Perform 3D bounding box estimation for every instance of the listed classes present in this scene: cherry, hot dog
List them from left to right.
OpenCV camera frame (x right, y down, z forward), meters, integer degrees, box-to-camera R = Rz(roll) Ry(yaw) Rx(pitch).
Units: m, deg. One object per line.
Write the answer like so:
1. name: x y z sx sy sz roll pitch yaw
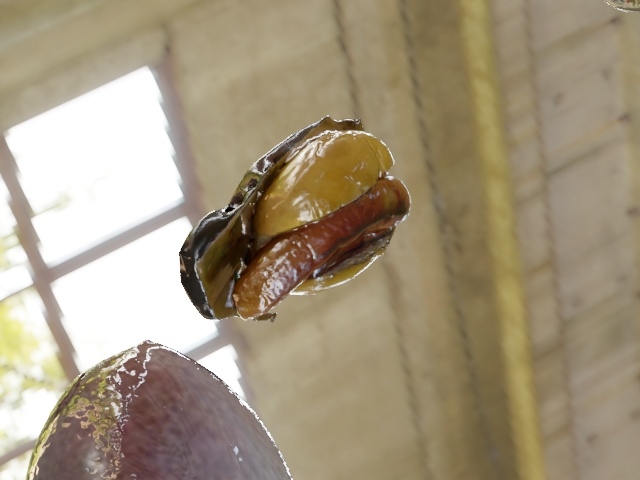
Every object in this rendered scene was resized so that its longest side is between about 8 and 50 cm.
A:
1. cherry: -0.109 0.200 1.361 0.184 0.213 0.266 -3 -94 32
2. hot dog: 0.000 -0.006 2.073 0.107 0.326 0.194 15 -42 31

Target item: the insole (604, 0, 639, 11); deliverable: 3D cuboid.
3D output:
1. insole: 0.186 -0.236 1.428 0.065 0.006 0.193 -46 -120 26
